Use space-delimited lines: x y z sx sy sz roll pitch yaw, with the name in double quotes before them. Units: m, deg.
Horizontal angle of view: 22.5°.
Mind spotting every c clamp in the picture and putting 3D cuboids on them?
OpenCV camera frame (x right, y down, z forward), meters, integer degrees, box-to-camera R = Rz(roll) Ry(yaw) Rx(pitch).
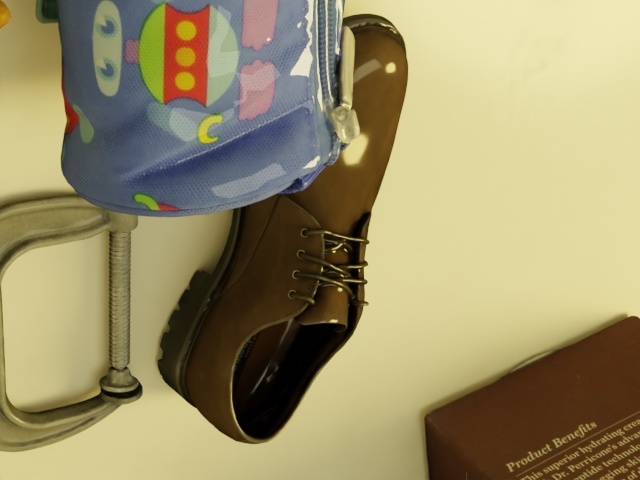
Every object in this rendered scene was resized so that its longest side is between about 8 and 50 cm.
"c clamp" -0.116 0.032 0.791 0.137 0.022 0.160 -7 119 -31

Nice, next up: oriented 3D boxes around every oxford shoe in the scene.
"oxford shoe" 0.000 0.000 0.801 0.083 0.096 0.227 9 109 -35

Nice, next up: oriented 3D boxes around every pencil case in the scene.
"pencil case" -0.045 -0.153 0.631 0.119 0.133 0.306 -57 152 -58

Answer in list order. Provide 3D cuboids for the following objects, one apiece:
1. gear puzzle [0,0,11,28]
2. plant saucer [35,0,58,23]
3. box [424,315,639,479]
"gear puzzle" -0.137 -0.201 0.542 0.044 0.175 0.339 -32 140 -60
"plant saucer" -0.085 -0.187 0.686 0.067 0.018 0.192 -6 120 -31
"box" 0.188 0.185 0.962 0.168 0.203 0.167 -22 127 -21
